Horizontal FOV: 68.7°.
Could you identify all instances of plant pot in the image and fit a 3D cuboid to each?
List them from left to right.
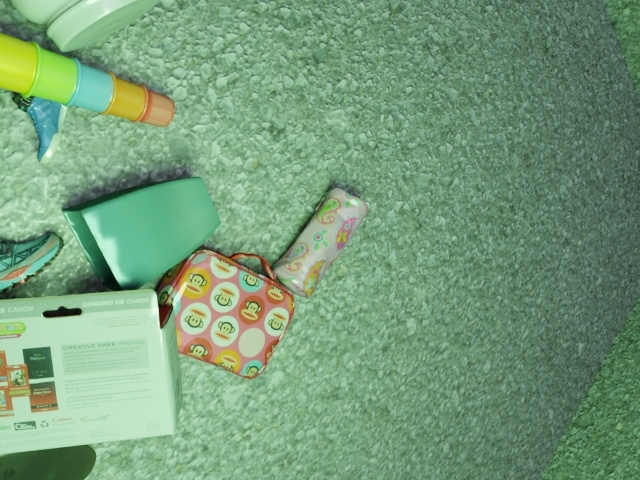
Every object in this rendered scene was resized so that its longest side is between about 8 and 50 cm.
[{"bbox_3d":[-0.331,-0.031,0.911,0.234,0.166,0.165,-32,112,-33],"label":"plant pot"}]

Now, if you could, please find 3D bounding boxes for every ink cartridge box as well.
[{"bbox_3d":[-0.420,0.208,0.831,0.310,0.130,0.271,-3,101,-8],"label":"ink cartridge box"}]

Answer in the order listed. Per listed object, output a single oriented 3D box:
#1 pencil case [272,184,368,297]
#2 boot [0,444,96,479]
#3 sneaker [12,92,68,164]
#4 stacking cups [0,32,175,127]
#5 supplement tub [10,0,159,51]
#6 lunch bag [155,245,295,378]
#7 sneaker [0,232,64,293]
[{"bbox_3d":[0.000,0.000,1.144,0.124,0.124,0.284,43,73,-29],"label":"pencil case"},{"bbox_3d":[-0.571,0.408,0.859,0.305,0.115,0.112,24,78,-50],"label":"boot"},{"bbox_3d":[-0.503,-0.216,0.829,0.085,0.058,0.152,17,83,-38],"label":"sneaker"},{"bbox_3d":[-0.407,-0.275,0.823,0.316,0.096,0.095,2,96,-48],"label":"stacking cups"},{"bbox_3d":[-0.429,-0.497,0.734,0.235,0.235,0.324,-40,116,-21],"label":"supplement tub"},{"bbox_3d":[-0.205,0.142,1.029,0.293,0.120,0.258,34,78,-30],"label":"lunch bag"},{"bbox_3d":[-0.580,0.038,0.792,0.262,0.104,0.125,-31,110,-25],"label":"sneaker"}]
